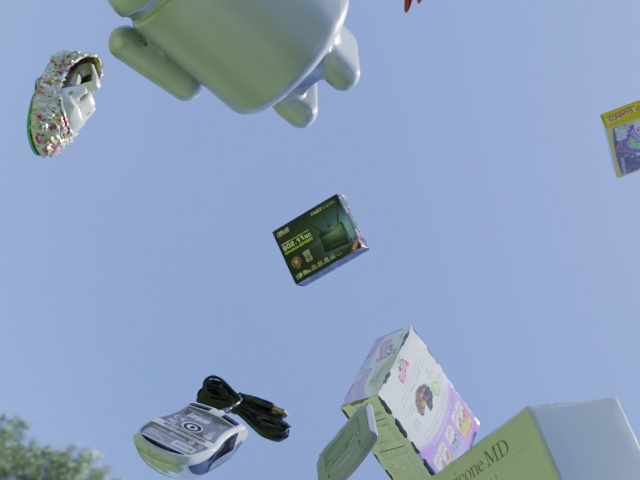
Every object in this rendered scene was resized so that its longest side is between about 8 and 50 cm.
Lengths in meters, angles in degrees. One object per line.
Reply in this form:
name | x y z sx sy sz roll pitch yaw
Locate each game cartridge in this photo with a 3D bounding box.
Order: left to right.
game cartridge | 0.026 0.201 1.049 0.083 0.017 0.056 -52 -164 20

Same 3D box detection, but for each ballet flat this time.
ballet flat | -0.335 -0.195 1.452 0.241 0.077 0.091 -95 171 -54

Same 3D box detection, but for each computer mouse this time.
computer mouse | -0.106 0.175 0.978 0.106 0.193 0.042 23 -74 20

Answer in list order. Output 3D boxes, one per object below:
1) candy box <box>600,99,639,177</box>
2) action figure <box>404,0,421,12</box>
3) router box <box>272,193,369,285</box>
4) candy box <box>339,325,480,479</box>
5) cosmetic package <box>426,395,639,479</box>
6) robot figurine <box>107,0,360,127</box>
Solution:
candy box | 0.453 -0.147 1.521 0.105 0.206 0.027 -23 -112 12
action figure | 0.020 -0.199 0.797 0.030 0.115 0.038 -70 -164 -7
router box | 0.000 0.000 1.628 0.122 0.038 0.092 -30 -108 16
candy box | 0.130 0.249 1.539 0.070 0.165 0.196 -24 -71 34
cosmetic package | 0.311 0.434 1.243 0.230 0.161 0.453 -50 -130 43
robot figurine | -0.110 -0.285 1.255 0.300 0.353 0.200 -41 -153 20
